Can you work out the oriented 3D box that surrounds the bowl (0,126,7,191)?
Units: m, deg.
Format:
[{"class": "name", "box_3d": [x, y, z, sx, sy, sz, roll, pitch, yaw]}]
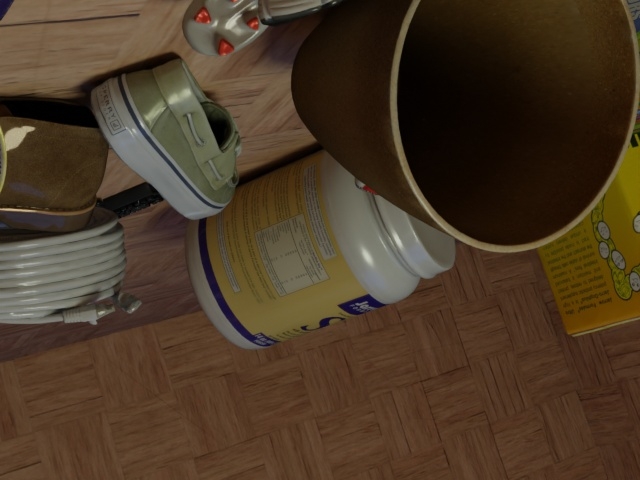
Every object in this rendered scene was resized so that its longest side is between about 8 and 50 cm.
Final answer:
[{"class": "bowl", "box_3d": [-0.299, -0.083, 0.653, 0.170, 0.170, 0.080, -18, -144, 3]}]

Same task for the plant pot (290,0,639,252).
[{"class": "plant pot", "box_3d": [0.088, -0.129, 0.793, 0.237, 0.237, 0.254, -14, -163, -27]}]

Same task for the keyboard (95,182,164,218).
[{"class": "keyboard", "box_3d": [-0.294, -0.035, 1.269, 0.180, 0.023, 0.108, -21, 171, 16]}]

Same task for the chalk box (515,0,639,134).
[{"class": "chalk box", "box_3d": [0.331, -0.207, 0.819, 0.289, 0.180, 0.179, -16, 175, 37]}]

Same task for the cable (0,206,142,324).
[{"class": "cable", "box_3d": [-0.329, 0.013, 0.971, 0.257, 0.089, 0.257, -2, -167, -24]}]

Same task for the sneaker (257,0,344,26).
[{"class": "sneaker", "box_3d": [0.037, -0.214, 0.596, 0.208, 0.094, 0.081, -32, -165, -27]}]

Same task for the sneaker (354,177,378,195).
[{"class": "sneaker", "box_3d": [0.114, -0.123, 1.125, 0.090, 0.145, 0.270, -25, 170, 38]}]

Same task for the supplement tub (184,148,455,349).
[{"class": "supplement tub", "box_3d": [0.000, 0.000, 1.360, 0.331, 0.241, 0.241, -21, 171, 23]}]

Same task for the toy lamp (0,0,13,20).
[{"class": "toy lamp", "box_3d": [-0.267, -0.107, 0.544, 0.275, 0.080, 0.080, -35, 167, 15]}]

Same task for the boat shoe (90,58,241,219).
[{"class": "boat shoe", "box_3d": [-0.126, -0.094, 0.958, 0.094, 0.109, 0.302, -21, 169, 7]}]

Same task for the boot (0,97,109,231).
[{"class": "boot", "box_3d": [-0.321, -0.076, 0.806, 0.305, 0.112, 0.115, -4, 134, -44]}]

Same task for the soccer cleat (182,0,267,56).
[{"class": "soccer cleat", "box_3d": [-0.014, -0.199, 0.688, 0.196, 0.068, 0.076, -28, -154, 4]}]

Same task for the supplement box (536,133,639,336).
[{"class": "supplement box", "box_3d": [0.366, -0.091, 1.142, 0.194, 0.356, 0.195, -15, 172, -22]}]
